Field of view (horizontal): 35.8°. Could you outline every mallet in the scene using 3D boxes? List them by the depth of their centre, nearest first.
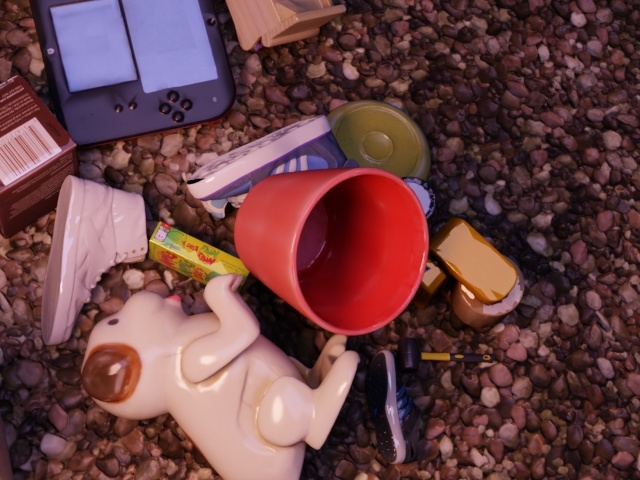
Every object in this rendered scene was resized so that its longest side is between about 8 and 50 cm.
[{"bbox_3d":[0.231,0.207,1.844,0.189,0.039,0.062,-3,68,-18],"label":"mallet"}]

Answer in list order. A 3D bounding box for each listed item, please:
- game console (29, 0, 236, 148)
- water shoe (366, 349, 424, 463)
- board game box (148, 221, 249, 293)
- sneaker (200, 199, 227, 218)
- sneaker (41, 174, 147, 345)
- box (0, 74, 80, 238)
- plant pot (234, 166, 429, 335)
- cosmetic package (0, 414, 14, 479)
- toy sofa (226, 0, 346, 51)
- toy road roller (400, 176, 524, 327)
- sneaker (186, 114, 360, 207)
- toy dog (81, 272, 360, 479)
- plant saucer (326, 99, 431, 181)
[{"bbox_3d":[-0.360,-0.384,1.894,0.342,0.060,0.387,-13,83,-17],"label":"game console"},{"bbox_3d":[0.136,0.298,1.777,0.080,0.073,0.203,6,71,-33],"label":"water shoe"},{"bbox_3d":[-0.217,0.037,1.778,0.181,0.092,0.043,25,68,-2],"label":"board game box"},{"bbox_3d":[-0.124,-0.120,1.873,0.237,0.085,0.086,-32,105,-24],"label":"sneaker"},{"bbox_3d":[-0.384,0.046,1.729,0.169,0.108,0.293,12,88,-33],"label":"sneaker"},{"bbox_3d":[-0.533,-0.141,1.718,0.168,0.203,0.167,-37,80,-22],"label":"box"},{"bbox_3d":[0.000,0.000,1.633,0.275,0.243,0.275,-8,105,-35],"label":"plant pot"},{"bbox_3d":[-0.556,0.250,1.427,0.161,0.453,0.230,-12,72,-16],"label":"cosmetic package"},{"bbox_3d":[-0.114,-0.570,1.974,0.150,0.177,0.363,-24,92,-43],"label":"toy sofa"},{"bbox_3d":[0.178,0.069,1.800,0.329,0.202,0.240,41,79,10],"label":"toy road roller"},{"bbox_3d":[-0.066,-0.068,1.789,0.322,0.130,0.236,-31,107,-34],"label":"sneaker"},{"bbox_3d":[-0.189,0.234,1.642,0.407,0.284,0.395,24,100,-3],"label":"toy dog"},{"bbox_3d":[0.108,-0.180,1.961,0.240,0.037,0.241,4,68,-10],"label":"plant saucer"}]
